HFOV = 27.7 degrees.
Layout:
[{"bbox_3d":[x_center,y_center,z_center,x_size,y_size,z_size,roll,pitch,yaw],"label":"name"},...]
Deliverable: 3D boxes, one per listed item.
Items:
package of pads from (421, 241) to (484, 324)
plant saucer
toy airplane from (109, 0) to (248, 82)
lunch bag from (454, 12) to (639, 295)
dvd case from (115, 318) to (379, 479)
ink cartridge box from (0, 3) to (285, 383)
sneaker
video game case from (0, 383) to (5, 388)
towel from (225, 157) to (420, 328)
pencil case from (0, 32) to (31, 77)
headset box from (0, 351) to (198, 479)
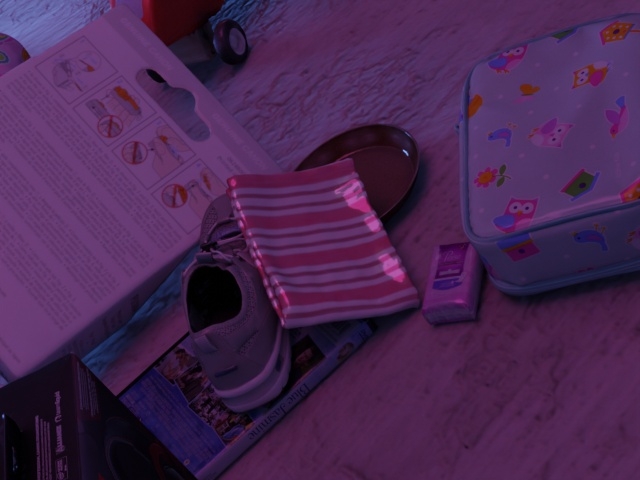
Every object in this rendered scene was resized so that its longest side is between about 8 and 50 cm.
[{"bbox_3d":[0.129,0.041,1.247,0.050,0.032,0.083,-7,46,27],"label":"package of pads"},{"bbox_3d":[0.036,-0.058,1.417,0.168,0.029,0.168,-19,41,18],"label":"plant saucer"},{"bbox_3d":[-0.185,-0.435,1.766,0.386,0.272,0.384,-40,38,-5],"label":"toy airplane"},{"bbox_3d":[0.238,-0.085,1.237,0.224,0.108,0.279,-18,41,25],"label":"lunch bag"},{"bbox_3d":[-0.083,0.129,1.318,0.253,0.022,0.180,-42,38,-8],"label":"dvd case"},{"bbox_3d":[-0.283,-0.056,1.485,0.385,0.091,0.308,-38,75,-20],"label":"ink cartridge box"},{"bbox_3d":[-0.085,0.033,1.306,0.105,0.115,0.281,-26,39,12],"label":"sneaker"},{"bbox_3d":[-0.440,0.236,1.328,0.204,0.025,0.285,26,50,23],"label":"video game case"},{"bbox_3d":[0.000,0.000,1.293,0.144,0.029,0.197,-10,52,-20],"label":"towel"},{"bbox_3d":[-0.494,-0.174,1.844,0.124,0.124,0.284,-16,42,22],"label":"pencil case"},{"bbox_3d":[-0.173,0.250,1.043,0.110,0.293,0.218,-28,38,9],"label":"headset box"}]
